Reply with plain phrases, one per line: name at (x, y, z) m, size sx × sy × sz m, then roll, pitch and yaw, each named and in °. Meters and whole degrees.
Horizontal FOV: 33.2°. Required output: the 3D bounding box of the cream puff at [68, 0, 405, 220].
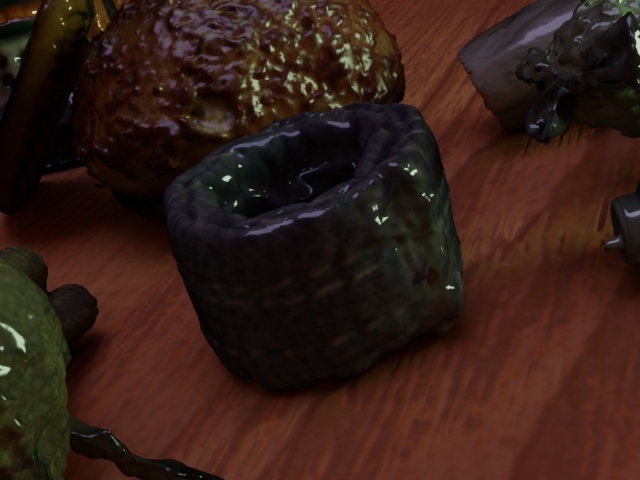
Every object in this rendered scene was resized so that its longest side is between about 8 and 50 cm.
cream puff at (-0.065, -0.110, 0.749) m, size 0.240 × 0.164 × 0.240 m, roll -16°, pitch 30°, yaw 9°

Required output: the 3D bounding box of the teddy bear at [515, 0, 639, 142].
teddy bear at (0.182, -0.109, 0.559) m, size 0.213 × 0.111 × 0.133 m, roll -5°, pitch -6°, yaw -44°

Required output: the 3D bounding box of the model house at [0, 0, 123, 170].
model house at (-0.303, -0.217, 0.961) m, size 0.271 × 0.300 × 0.190 m, roll -10°, pitch 18°, yaw 13°

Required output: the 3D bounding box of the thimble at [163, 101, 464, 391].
thimble at (-0.001, -0.001, 0.548) m, size 0.150 × 0.097 × 0.150 m, roll -14°, pitch 25°, yaw 7°

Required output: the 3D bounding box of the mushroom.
mushroom at (0.192, -0.147, 0.680) m, size 0.223 × 0.092 × 0.081 m, roll -29°, pitch 56°, yaw 33°

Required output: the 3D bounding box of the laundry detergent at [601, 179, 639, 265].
laundry detergent at (0.232, -0.027, 0.508) m, size 0.206 × 0.061 × 0.096 m, roll -15°, pitch 32°, yaw 5°

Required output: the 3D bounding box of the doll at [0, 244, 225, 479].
doll at (-0.151, 0.034, 0.468) m, size 0.091 × 0.202 × 0.286 m, roll -38°, pitch 32°, yaw -5°

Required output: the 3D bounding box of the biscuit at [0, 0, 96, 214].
biscuit at (-0.206, -0.104, 0.802) m, size 0.031 × 0.176 × 0.228 m, roll 21°, pitch -15°, yaw -9°
